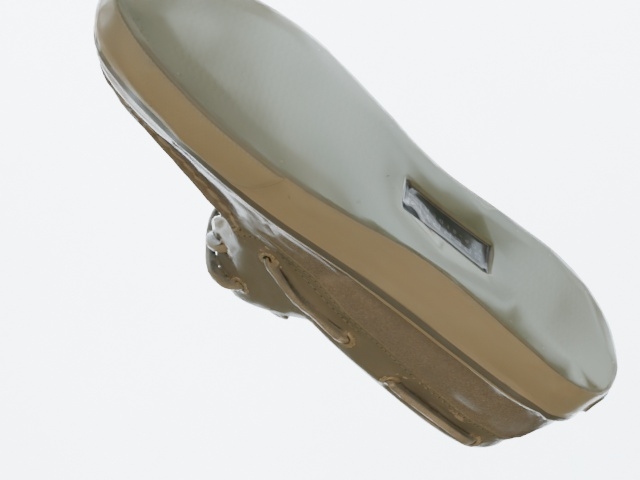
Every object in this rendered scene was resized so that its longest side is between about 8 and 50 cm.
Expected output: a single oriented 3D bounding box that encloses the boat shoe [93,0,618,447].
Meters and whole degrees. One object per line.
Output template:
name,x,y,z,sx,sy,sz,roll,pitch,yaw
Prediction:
boat shoe,0.001,0.000,0.605,0.227,0.079,0.081,39,-54,-16
